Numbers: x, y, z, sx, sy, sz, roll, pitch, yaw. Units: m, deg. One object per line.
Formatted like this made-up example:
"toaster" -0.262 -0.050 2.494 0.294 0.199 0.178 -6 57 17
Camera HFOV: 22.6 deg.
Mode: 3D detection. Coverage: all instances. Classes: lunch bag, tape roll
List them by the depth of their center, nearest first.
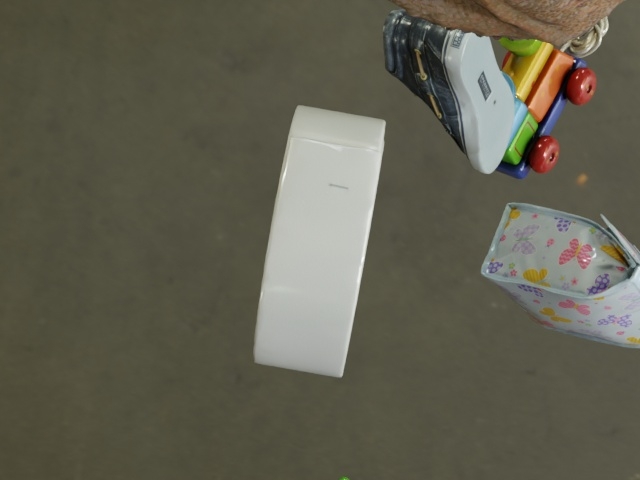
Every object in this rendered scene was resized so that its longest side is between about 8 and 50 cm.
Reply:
"lunch bag" 0.135 0.018 0.797 0.083 0.071 0.053 16 76 39
"tape roll" 0.000 0.000 1.722 0.100 0.286 0.286 10 83 1

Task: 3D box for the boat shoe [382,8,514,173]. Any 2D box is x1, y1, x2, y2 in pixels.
"boat shoe" 0.111 -0.132 1.382 0.083 0.183 0.065 21 64 28

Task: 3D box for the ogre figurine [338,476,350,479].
"ogre figurine" -0.034 0.270 1.146 0.197 0.118 0.097 -37 98 25

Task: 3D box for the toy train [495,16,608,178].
"toy train" 0.232 -0.203 1.711 0.105 0.143 0.248 24 80 31

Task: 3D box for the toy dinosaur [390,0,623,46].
"toy dinosaur" 0.104 -0.132 0.553 0.295 0.200 0.127 -33 41 40
